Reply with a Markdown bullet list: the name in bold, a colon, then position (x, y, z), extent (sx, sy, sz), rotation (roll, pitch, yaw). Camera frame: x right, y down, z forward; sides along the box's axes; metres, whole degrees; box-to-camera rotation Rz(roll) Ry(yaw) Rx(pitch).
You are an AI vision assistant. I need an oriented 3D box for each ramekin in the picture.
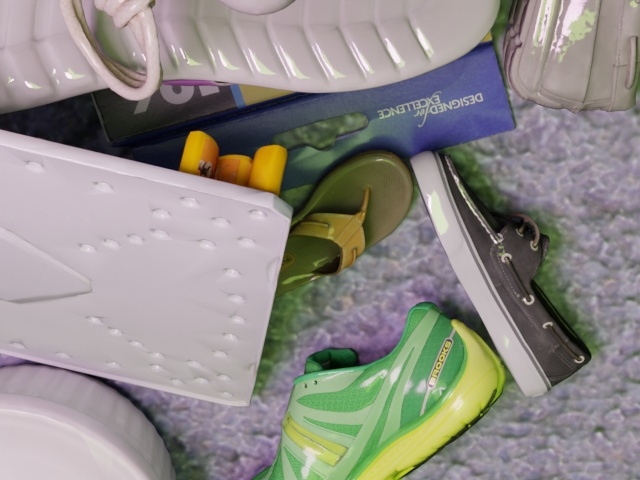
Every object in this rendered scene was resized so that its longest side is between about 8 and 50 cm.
- **ramekin**: position (-0.242, 0.227, 1.191), extent (0.273, 0.127, 0.273), rotation (1, 111, 3)

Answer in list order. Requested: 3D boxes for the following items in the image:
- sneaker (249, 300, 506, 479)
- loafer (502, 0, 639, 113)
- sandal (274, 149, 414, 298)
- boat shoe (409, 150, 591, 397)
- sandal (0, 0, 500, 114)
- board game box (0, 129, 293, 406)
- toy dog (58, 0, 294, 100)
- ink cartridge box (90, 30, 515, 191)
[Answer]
- **sneaker**: position (0.016, 0.155, 1.174), extent (0.295, 0.109, 0.123), rotation (-39, 77, 20)
- **loafer**: position (0.215, -0.240, 1.000), extent (0.111, 0.112, 0.319), rotation (10, 119, -5)
- **sandal**: position (0.000, 0.000, 1.125), extent (0.180, 0.049, 0.072), rotation (-34, 116, 16)
- **boat shoe**: position (0.146, 0.019, 1.114), extent (0.076, 0.080, 0.228), rotation (-27, 107, 7)
- **sandal**: position (-0.087, -0.172, 0.977), extent (0.416, 0.102, 0.169), rotation (-5, 87, -8)
- **board game box**: position (-0.222, -0.003, 1.015), extent (0.390, 0.050, 0.390), rotation (13, 156, -1)
- **toy dog**: position (-0.118, -0.269, 0.845), extent (0.334, 0.161, 0.220), rotation (52, 146, -5)
- **ink cartridge box**: position (-0.036, -0.178, 1.059), extent (0.303, 0.072, 0.307), rotation (-15, 107, 9)
